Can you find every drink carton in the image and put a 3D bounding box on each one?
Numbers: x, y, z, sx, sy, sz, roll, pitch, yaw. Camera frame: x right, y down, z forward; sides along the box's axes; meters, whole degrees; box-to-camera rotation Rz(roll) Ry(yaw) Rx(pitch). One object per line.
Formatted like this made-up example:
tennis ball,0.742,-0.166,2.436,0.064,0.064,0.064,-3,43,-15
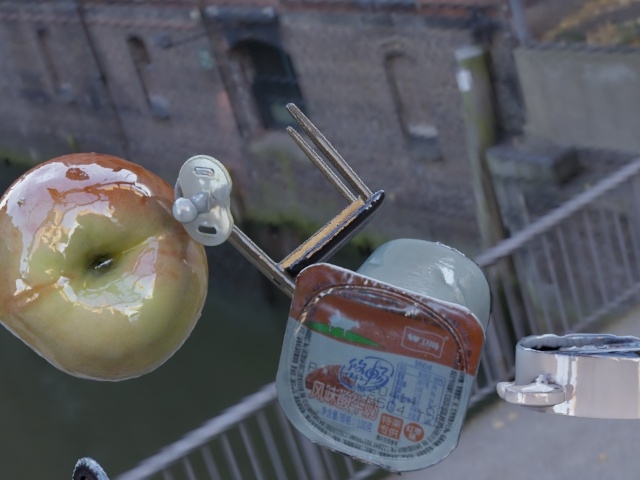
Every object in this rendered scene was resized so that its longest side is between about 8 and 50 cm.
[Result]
drink carton,0.072,0.096,1.405,0.185,0.191,0.189,14,23,10

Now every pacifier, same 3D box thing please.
pacifier,-0.113,-0.033,1.281,0.068,0.083,0.064,8,17,29

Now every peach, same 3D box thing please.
peach,-0.212,0.028,1.352,0.233,0.232,0.232,-15,22,6

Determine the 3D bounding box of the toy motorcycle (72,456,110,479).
toy motorcycle,-0.144,0.314,1.107,0.125,0.187,0.274,-14,59,-32

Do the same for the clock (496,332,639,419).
clock,0.242,0.112,1.232,0.229,0.063,0.156,1,2,-40

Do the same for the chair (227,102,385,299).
chair,0.000,0.000,1.667,0.166,0.272,0.188,-41,-3,-5
